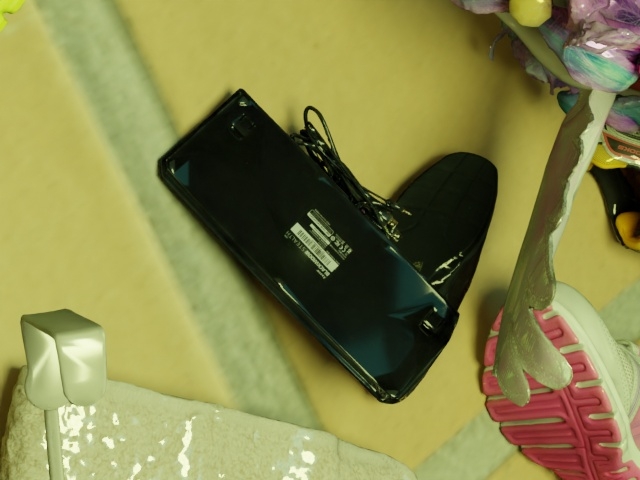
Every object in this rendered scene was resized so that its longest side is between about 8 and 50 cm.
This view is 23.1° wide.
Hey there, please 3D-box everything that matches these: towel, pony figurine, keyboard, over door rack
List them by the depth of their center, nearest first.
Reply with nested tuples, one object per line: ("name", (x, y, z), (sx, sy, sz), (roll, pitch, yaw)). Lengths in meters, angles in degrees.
("over door rack", (-0.213, 0.182, 0.663), (0.240, 0.108, 0.324), (-8, 113, -26))
("towel", (-0.059, 0.188, 0.860), (0.282, 0.049, 0.187), (19, 75, -35))
("pony figurine", (0.166, -0.126, 0.898), (0.363, 0.303, 0.351), (45, 32, -5))
("keyboard", (0.000, 0.000, 0.905), (0.192, 0.038, 0.100), (47, 66, -2))

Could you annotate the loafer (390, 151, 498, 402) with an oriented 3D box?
("loafer", (0.064, 0.022, 0.966), (0.170, 0.062, 0.061), (-61, 160, -24))

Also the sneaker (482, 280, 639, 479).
("sneaker", (0.197, 0.114, 1.036), (0.111, 0.103, 0.252), (-51, 123, -32))

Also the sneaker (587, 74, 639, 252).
("sneaker", (0.251, -0.009, 1.095), (0.225, 0.088, 0.092), (49, 68, -16))

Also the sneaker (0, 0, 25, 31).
("sneaker", (-0.227, -0.109, 0.710), (0.123, 0.109, 0.295), (52, 60, -27))
